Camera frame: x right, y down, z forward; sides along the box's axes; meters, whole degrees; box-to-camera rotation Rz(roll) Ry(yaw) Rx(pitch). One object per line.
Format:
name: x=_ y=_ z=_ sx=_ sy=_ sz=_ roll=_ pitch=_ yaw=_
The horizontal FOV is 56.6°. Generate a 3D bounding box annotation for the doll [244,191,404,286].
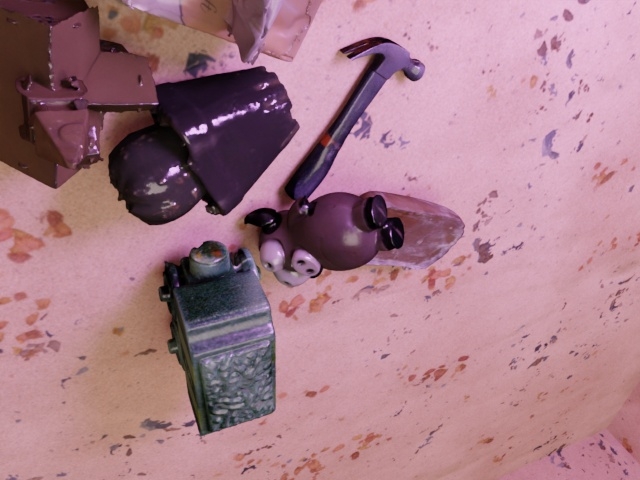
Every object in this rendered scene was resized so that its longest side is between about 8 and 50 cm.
doll: x=0.002 y=-0.002 z=0.946 sx=0.257 sy=0.117 sz=0.182 roll=-16 pitch=133 yaw=30

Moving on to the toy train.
toy train: x=-0.154 y=0.152 z=0.943 sx=0.166 sy=0.238 sz=0.299 roll=-13 pitch=132 yaw=-18

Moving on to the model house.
model house: x=-0.254 y=-0.139 z=0.616 sx=0.176 sy=0.248 sz=0.181 roll=-7 pitch=131 yaw=-28

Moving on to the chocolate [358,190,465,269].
chocolate: x=0.138 y=-0.028 z=1.086 sx=0.253 sy=0.080 sz=0.157 roll=9 pitch=136 yaw=-35

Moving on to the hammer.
hammer: x=0.031 y=-0.179 z=0.915 sx=0.137 sy=0.037 sz=0.290 roll=20 pitch=114 yaw=-42

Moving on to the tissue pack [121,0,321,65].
tissue pack: x=-0.056 y=-0.348 z=0.578 sx=0.238 sy=0.238 sz=0.306 roll=9 pitch=121 yaw=-37

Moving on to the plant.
plant: x=-0.155 y=-0.125 z=0.774 sx=0.256 sy=0.142 sz=0.164 roll=-36 pitch=139 yaw=-17
